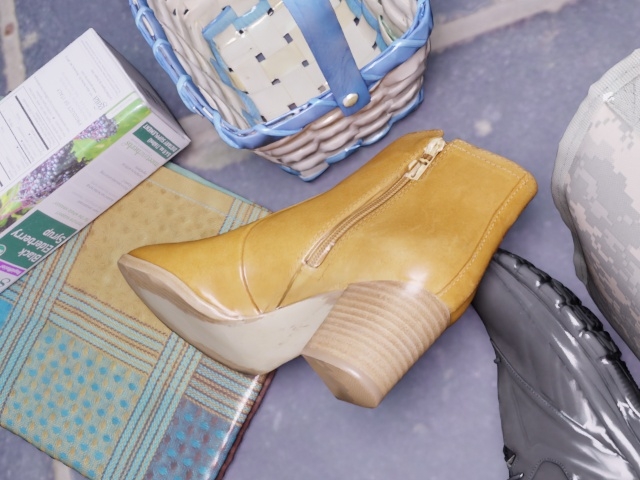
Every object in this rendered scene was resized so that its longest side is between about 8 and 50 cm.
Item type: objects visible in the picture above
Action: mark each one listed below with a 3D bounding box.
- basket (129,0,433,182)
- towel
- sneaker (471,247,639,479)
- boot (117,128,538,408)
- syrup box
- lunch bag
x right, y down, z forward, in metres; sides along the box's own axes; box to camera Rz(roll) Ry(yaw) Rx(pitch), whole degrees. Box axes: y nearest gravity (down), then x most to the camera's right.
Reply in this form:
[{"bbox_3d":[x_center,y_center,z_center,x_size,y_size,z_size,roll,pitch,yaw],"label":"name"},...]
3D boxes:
[{"bbox_3d":[-0.042,-0.194,0.728,0.201,0.289,0.254,-36,67,6],"label":"basket"},{"bbox_3d":[-0.198,0.048,0.851,0.370,0.040,0.271,24,83,22],"label":"towel"},{"bbox_3d":[0.164,0.125,0.670,0.130,0.109,0.286,-41,61,15],"label":"sneaker"},{"bbox_3d":[0.000,-0.001,0.738,0.295,0.104,0.211,15,56,42],"label":"boot"},{"bbox_3d":[-0.239,-0.056,0.823,0.237,0.093,0.096,-38,67,3],"label":"syrup box"},{"bbox_3d":[0.262,0.025,0.562,0.169,0.287,0.235,-38,65,5],"label":"lunch bag"}]
